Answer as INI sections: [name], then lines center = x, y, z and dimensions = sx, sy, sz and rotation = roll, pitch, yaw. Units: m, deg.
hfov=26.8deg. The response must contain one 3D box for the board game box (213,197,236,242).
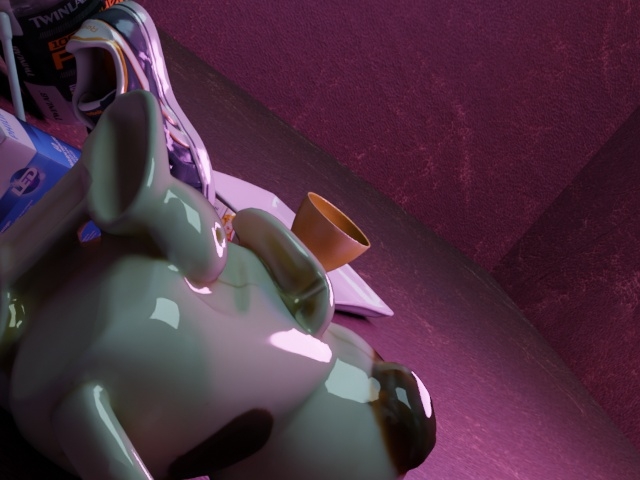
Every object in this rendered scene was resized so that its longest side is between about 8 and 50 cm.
[board game box]
center = -0.159, -0.029, 2.042
dimensions = 0.193, 0.045, 0.147
rotation = 39, -7, -12

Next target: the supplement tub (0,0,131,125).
[supplement tub]
center = -0.380, -0.337, 1.907
dimensions = 0.207, 0.207, 0.338
rotation = 48, -11, 33

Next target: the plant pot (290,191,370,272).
[plant pot]
center = 0.000, 0.000, 2.193
dimensions = 0.134, 0.095, 0.134
rotation = 40, 11, -10

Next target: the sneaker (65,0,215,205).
[sneaker]
center = -0.257, -0.157, 1.846
dimensions = 0.127, 0.126, 0.321
rotation = -37, 113, -42

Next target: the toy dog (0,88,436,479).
[toy dog]
center = -0.077, 0.118, 1.202
dimensions = 0.408, 0.284, 0.395
rotation = 35, 12, -37

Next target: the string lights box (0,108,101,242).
[string lights box]
center = -0.292, -0.034, 1.447
dimensions = 0.259, 0.133, 0.077
rotation = 30, 16, -48

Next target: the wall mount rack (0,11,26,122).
[wall mount rack]
center = -0.363, -0.147, 1.677
dimensions = 0.304, 0.130, 0.350
rotation = 41, 10, 3

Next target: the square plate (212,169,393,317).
[square plate]
center = -0.056, 0.015, 2.333
dimensions = 0.344, 0.049, 0.347
rotation = 44, 11, 22
